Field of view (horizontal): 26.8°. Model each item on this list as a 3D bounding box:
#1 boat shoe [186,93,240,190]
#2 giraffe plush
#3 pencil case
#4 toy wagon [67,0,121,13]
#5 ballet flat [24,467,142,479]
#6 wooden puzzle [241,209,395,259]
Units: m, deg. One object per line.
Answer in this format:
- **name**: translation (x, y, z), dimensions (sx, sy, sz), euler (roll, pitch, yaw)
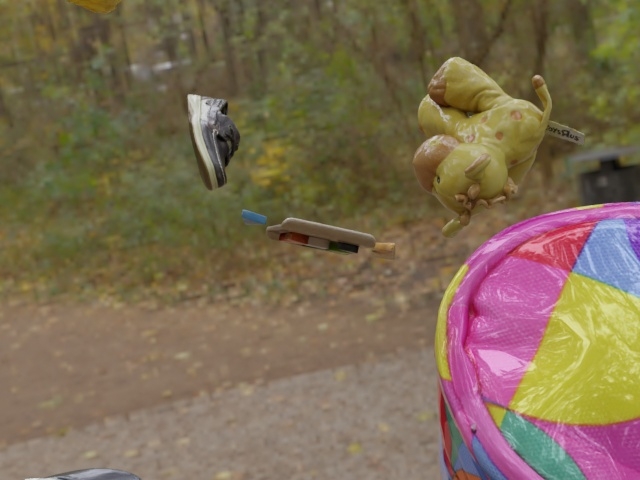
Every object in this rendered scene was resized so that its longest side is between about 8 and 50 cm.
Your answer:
- **boat shoe**: translation (-0.106, -0.106, 1.358), dimensions (0.049, 0.056, 0.152), euler (-10, 40, -6)
- **giraffe plush**: translation (0.182, -0.095, 1.592), dimensions (0.210, 0.181, 0.170), euler (11, 45, 36)
- **pencil case**: translation (0.087, 0.078, 0.430), dimensions (0.104, 0.104, 0.236), euler (-11, -27, -3)
- **toy wagon**: translation (-0.044, -0.249, 0.541), dimensions (0.344, 0.267, 0.068), euler (-55, 12, 34)
- **ballet flat**: translation (-0.224, 0.208, 0.964), dimensions (0.203, 0.074, 0.074), euler (-12, 8, 6)
- **wooden puzzle**: translation (0.000, 0.000, 0.944), dimensions (0.116, 0.014, 0.078), euler (11, -8, -4)
